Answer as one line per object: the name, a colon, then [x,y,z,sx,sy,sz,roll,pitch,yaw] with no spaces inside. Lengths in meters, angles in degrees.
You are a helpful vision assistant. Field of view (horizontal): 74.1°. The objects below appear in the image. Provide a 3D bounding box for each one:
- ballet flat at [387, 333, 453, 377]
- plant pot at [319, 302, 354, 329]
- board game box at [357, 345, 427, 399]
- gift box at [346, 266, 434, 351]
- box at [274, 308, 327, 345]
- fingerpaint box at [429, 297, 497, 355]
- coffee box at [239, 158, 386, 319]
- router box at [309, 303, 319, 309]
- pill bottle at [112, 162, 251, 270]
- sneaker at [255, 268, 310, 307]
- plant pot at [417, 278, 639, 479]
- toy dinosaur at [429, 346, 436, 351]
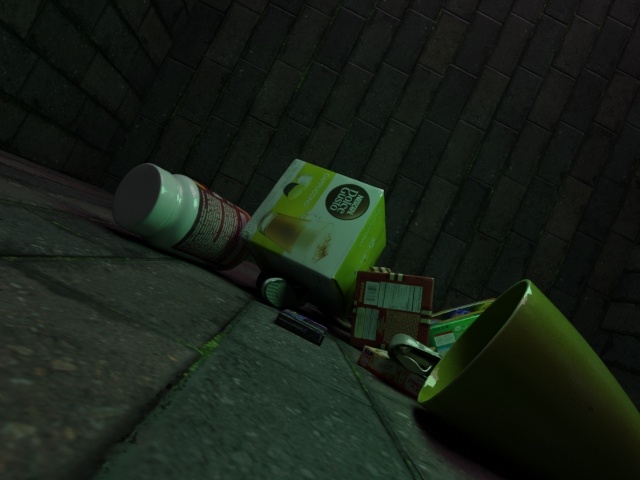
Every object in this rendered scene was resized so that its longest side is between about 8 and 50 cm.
ballet flat: [0.234,0.263,0.861,0.213,0.072,0.068,25,25,17]
plant pot: [0.091,0.221,1.652,0.262,0.263,0.229,27,-22,-16]
board game box: [0.196,0.303,0.940,0.193,0.045,0.146,24,-5,35]
gift box: [0.209,0.207,1.302,0.276,0.256,0.258,10,-7,17]
box: [-0.041,0.201,1.002,0.116,0.029,0.162,26,-3,5]
fingerpaint box: [0.650,0.387,1.881,0.444,0.163,0.371,-14,-5,0]
coffee box: [0.000,0.000,1.408,0.334,0.338,0.338,24,-24,21]
router box: [0.050,0.313,1.903,0.178,0.046,0.133,23,-6,37]
pill bottle: [-0.396,-0.061,1.275,0.223,0.224,0.392,23,-6,33]
sneaker: [-0.152,0.138,1.276,0.163,0.086,0.226,22,-4,30]
plant pot: [0.359,0.261,0.677,0.293,0.275,0.275,41,-1,14]
toy dinosaur: [0.325,0.380,1.332,0.112,0.064,0.211,-9,14,19]
